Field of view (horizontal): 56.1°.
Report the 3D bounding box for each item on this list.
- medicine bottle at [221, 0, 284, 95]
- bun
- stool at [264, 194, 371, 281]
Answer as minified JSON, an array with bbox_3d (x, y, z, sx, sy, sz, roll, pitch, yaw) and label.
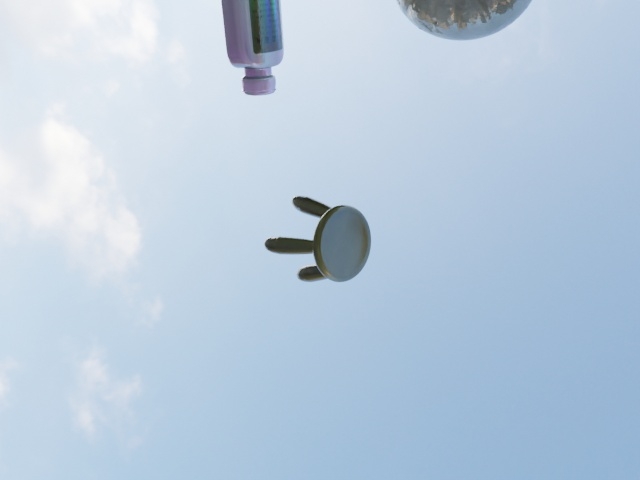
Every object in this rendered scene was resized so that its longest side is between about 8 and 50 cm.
[{"bbox_3d":[-0.118,-0.373,1.071,0.078,0.115,0.219,13,-61,31],"label":"medicine bottle"},{"bbox_3d":[0.122,-0.245,0.517,0.138,0.094,0.138,4,-78,19],"label":"bun"},{"bbox_3d":[0.000,0.000,0.887,0.111,0.135,0.134,5,-77,49],"label":"stool"}]
